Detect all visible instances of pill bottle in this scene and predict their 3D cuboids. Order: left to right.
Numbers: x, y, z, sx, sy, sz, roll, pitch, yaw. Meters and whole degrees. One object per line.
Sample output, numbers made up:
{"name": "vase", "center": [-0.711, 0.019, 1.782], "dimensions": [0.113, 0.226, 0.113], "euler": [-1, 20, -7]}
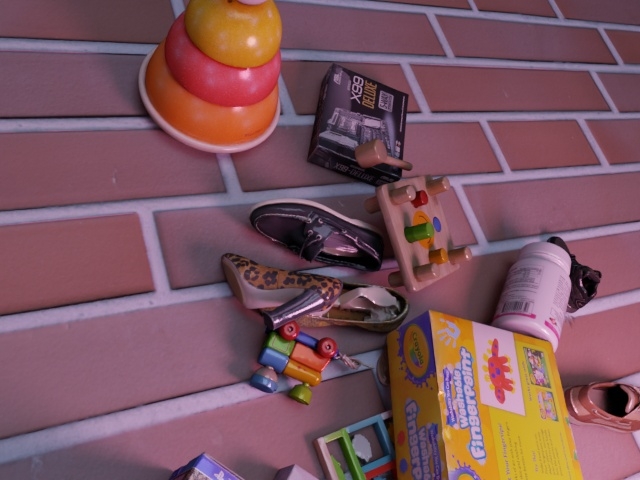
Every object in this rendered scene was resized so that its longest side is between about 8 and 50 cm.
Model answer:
{"name": "pill bottle", "center": [0.542, 0.147, 1.522], "dimensions": [0.160, 0.160, 0.283], "euler": [34, 54, -4]}

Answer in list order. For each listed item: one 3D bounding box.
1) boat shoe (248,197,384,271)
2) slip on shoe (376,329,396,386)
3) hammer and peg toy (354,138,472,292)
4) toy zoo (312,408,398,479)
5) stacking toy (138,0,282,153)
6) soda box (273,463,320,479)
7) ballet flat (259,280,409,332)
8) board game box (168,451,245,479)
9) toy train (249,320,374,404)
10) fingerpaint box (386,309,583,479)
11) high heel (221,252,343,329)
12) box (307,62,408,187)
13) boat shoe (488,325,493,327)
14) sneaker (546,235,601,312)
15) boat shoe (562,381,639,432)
{"name": "boat shoe", "center": [-0.002, 0.003, 1.370], "dimensions": [0.340, 0.127, 0.113], "euler": [19, 44, -26]}
{"name": "slip on shoe", "center": [0.165, 0.262, 1.354], "dimensions": [0.051, 0.041, 0.135], "euler": [30, 55, -7]}
{"name": "hammer and peg toy", "center": [0.227, -0.078, 1.430], "dimensions": [0.266, 0.127, 0.361], "euler": [-16, 89, -52]}
{"name": "toy zoo", "center": [0.147, 0.457, 1.244], "dimensions": [0.293, 0.030, 0.192], "euler": [-11, 68, -29]}
{"name": "stacking toy", "center": [-0.190, -0.451, 1.315], "dimensions": [0.351, 0.480, 0.350], "euler": [12, 59, -20]}
{"name": "soda box", "center": [-0.087, 0.546, 1.047], "dimensions": [0.098, 0.091, 0.286], "euler": [36, 54, -3]}
{"name": "ballet flat", "center": [0.040, 0.132, 1.323], "dimensions": [0.349, 0.123, 0.123], "euler": [10, 59, -20]}
{"name": "board game box", "center": [-0.231, 0.504, 0.917], "dimensions": [0.141, 0.232, 0.291], "euler": [37, 54, -4]}
{"name": "toy train", "center": [-0.015, 0.274, 1.233], "dimensions": [0.248, 0.105, 0.143], "euler": [27, 65, -9]}
{"name": "fingerpaint box", "center": [0.342, 0.408, 1.248], "dimensions": [0.371, 0.163, 0.444], "euler": [16, 54, -26]}
{"name": "high heel", "center": [-0.085, 0.078, 1.271], "dimensions": [0.186, 0.093, 0.261], "euler": [-22, 42, -28]}
{"name": "box", "center": [0.107, -0.310, 1.623], "dimensions": [0.243, 0.076, 0.307], "euler": [20, 57, -15]}
{"name": "boat shoe", "center": [0.381, 0.232, 1.441], "dimensions": [0.153, 0.056, 0.048], "euler": [17, 57, 14]}
{"name": "sneaker", "center": [0.704, 0.074, 1.660], "dimensions": [0.087, 0.130, 0.227], "euler": [11, 57, -22]}
{"name": "boat shoe", "center": [0.748, 0.412, 1.497], "dimensions": [0.325, 0.116, 0.123], "euler": [5, 62, -23]}
